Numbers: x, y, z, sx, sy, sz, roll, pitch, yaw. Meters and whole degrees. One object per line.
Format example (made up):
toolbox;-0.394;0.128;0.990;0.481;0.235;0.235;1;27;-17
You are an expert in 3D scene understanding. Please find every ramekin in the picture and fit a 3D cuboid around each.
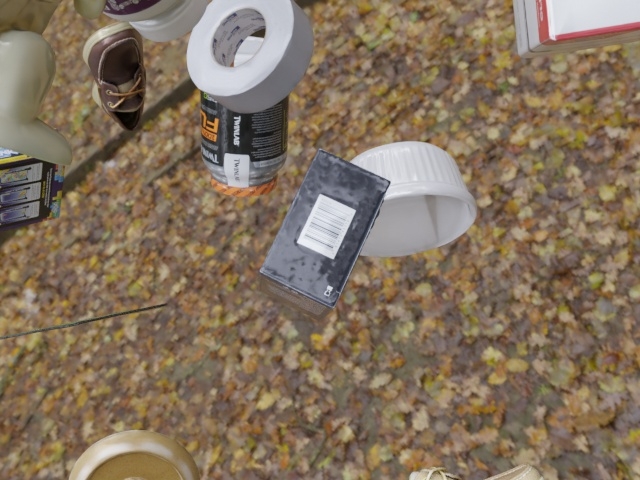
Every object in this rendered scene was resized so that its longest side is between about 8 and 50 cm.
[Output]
ramekin;0.152;-0.079;1.449;0.273;0.273;0.127;-20;62;26

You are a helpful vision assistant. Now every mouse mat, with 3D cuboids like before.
mouse mat;-0.285;0.095;0.852;0.189;0.152;0.007;-13;87;28

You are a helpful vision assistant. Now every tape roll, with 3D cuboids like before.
tape roll;-0.123;-0.333;1.314;0.219;0.072;0.219;-10;69;27

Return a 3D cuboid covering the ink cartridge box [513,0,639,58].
ink cartridge box;0.335;-0.286;0.872;0.197;0.114;0.273;-7;8;8

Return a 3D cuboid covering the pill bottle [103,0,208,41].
pill bottle;-0.272;-0.405;1.025;0.169;0.301;0.169;-7;68;18

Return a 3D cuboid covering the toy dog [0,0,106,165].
toy dog;-0.350;-0.327;0.719;0.284;0.395;0.408;23;91;14

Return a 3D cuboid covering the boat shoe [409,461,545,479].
boat shoe;0.063;0.155;0.440;0.135;0.050;0.045;-25;74;2

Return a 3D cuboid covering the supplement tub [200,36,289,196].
supplement tub;-0.164;-0.267;1.655;0.193;0.316;0.193;2;27;-1

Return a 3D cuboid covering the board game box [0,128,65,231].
board game box;-0.453;-0.082;1.119;0.048;0.141;0.170;60;145;22

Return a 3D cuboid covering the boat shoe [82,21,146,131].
boat shoe;-0.398;-0.319;1.547;0.123;0.123;0.342;-29;-6;-22

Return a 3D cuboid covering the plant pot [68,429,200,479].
plant pot;-0.335;0.456;1.378;0.236;0.236;0.032;-43;19;1

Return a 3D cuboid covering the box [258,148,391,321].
box;0.000;0.000;0.887;0.158;0.093;0.156;111;-176;-77
